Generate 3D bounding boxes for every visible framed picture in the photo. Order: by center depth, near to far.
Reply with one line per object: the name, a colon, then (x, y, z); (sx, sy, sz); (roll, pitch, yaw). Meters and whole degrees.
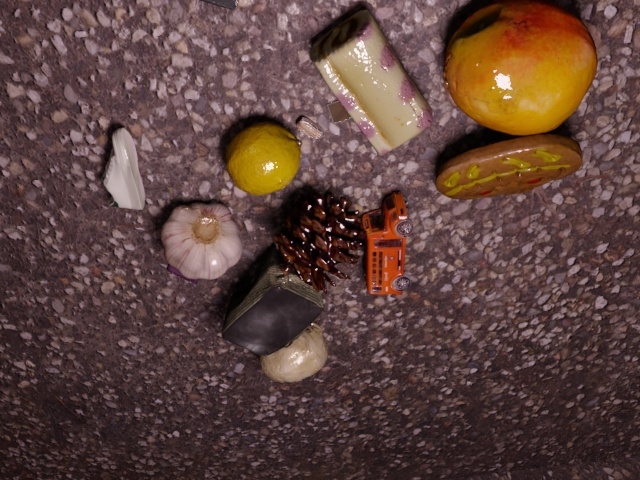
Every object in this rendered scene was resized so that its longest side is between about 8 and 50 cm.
framed picture: (0.068, -0.364, 1.665); (0.089, 0.007, 0.066); (-17, 127, 9)

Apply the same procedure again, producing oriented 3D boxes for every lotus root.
lotus root: (-0.030, -0.315, 1.680); (0.083, 0.030, 0.037); (31, 126, -23)

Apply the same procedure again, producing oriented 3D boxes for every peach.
peach: (0.491, -0.414, 1.481); (0.372, 0.290, 0.373); (-4, 131, -4)

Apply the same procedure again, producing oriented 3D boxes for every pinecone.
pinecone: (0.007, -0.001, 1.757); (0.242, 0.296, 0.298); (22, 167, 25)

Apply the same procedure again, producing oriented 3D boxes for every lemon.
lemon: (-0.156, -0.224, 1.640); (0.231, 0.192, 0.192); (-23, 125, 16)

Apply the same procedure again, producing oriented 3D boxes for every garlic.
garlic: (-0.368, 0.026, 1.815); (0.245, 0.245, 0.253); (15, 147, -15)

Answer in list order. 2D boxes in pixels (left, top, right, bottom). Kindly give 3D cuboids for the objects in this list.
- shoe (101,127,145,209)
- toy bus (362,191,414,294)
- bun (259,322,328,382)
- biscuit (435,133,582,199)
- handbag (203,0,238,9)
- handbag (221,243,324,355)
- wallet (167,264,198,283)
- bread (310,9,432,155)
shoe: (-0.574, -0.193, 1.696); (0.110, 0.095, 0.265); (-3, 129, -1)
toy bus: (0.206, 0.012, 1.875); (0.153, 0.143, 0.329); (-3, 129, -1)
bun: (-0.101, 0.366, 2.060); (0.259, 0.259, 0.152); (-14, 113, 6)
biscuit: (0.533, -0.186, 1.692); (0.394, 0.070, 0.350); (-15, 160, 32)
handbag: (-0.261, -0.673, 1.371); (0.175, 0.089, 0.270); (0, 128, -15)
handbag: (-0.151, 0.188, 1.922); (0.247, 0.240, 0.340); (30, 121, -27)
wallet: (-0.417, 0.063, 1.938); (0.111, 0.030, 0.166); (23, 122, -20)
bread: (0.135, -0.401, 1.550); (0.187, 0.155, 0.338); (-26, 127, 25)
